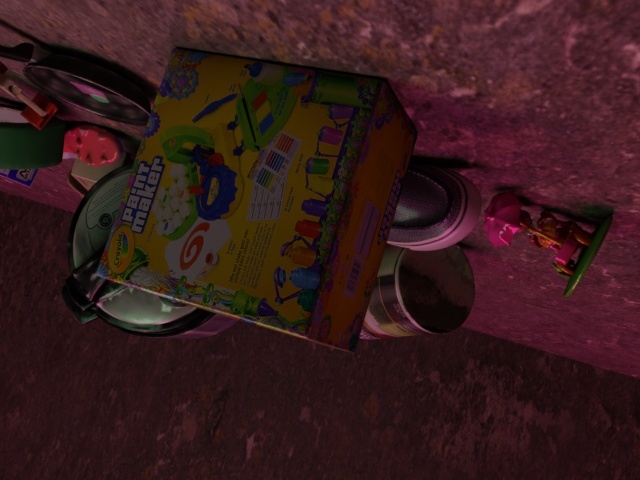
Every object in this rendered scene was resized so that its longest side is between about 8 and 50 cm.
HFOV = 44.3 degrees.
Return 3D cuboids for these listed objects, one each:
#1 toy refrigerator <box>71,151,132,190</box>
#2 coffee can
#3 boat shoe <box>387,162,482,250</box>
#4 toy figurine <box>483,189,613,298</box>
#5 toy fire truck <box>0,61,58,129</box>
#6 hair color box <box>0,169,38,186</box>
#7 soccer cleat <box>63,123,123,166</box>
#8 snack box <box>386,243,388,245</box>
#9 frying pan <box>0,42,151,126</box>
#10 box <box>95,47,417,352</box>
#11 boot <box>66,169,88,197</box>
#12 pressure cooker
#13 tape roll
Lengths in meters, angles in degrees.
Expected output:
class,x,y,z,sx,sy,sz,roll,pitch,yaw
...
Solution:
class,x,y,z,sx,sy,sz,roll,pitch,yaw
toy refrigerator,-0.498,-0.149,1.841,0.102,0.094,0.269,17,172,-5
coffee can,0.156,0.104,1.654,0.202,0.201,0.275,21,160,-28
boat shoe,0.051,-0.067,1.120,0.158,0.127,0.341,14,177,-41
toy figurine,0.313,-0.016,1.125,0.159,0.130,0.173,29,-161,13
toy fire truck,-0.481,-0.243,1.173,0.135,0.047,0.192,38,174,5
hair color box,-0.826,-0.241,1.799,0.185,0.110,0.339,20,177,33
soccer cleat,-0.477,-0.197,1.596,0.248,0.083,0.095,6,-164,33
snack box,0.134,0.007,1.785,0.141,0.037,0.100,19,170,-16
frying pan,-0.392,-0.244,1.137,0.326,0.053,0.197,23,170,-23
box,-0.069,-0.047,0.946,0.279,0.289,0.177,14,172,22
boot,-0.643,-0.150,2.206,0.165,0.077,0.213,12,173,45
pressure cooker,-0.308,0.021,1.634,0.376,0.369,0.420,12,175,8
tape roll,-0.636,-0.201,1.436,0.322,0.077,0.321,9,-166,-2
